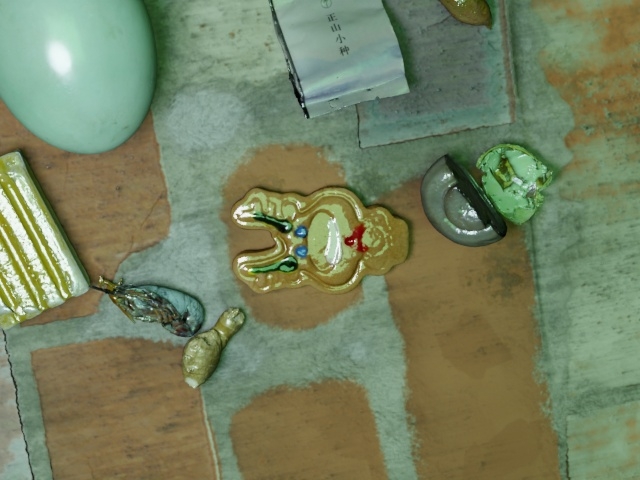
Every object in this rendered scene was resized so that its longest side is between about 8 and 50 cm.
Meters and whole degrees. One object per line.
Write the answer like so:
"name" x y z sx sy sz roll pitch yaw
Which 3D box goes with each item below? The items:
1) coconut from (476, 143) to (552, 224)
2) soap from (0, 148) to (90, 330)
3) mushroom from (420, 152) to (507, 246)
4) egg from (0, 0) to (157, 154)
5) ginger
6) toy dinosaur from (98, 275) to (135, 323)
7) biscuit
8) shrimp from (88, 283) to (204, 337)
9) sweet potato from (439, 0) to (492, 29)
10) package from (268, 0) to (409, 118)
"coconut" 0.365 -0.111 1.938 0.133 0.055 0.158 -18 102 -8
"soap" -0.538 -0.002 1.790 0.173 0.089 0.274 -26 101 -4
"mushroom" 0.253 -0.059 1.892 0.188 0.141 0.117 48 123 -5
"egg" -0.411 -0.329 1.668 0.276 0.276 0.388 -20 98 -6
"ginger" -0.204 0.188 1.873 0.067 0.096 0.165 26 82 30
"toy dinosaur" -0.360 0.101 1.868 0.041 0.026 0.113 -40 116 -7
"biscuit" 0.000 0.000 1.900 0.334 0.047 0.202 1 98 -10
"shrimp" -0.310 0.113 1.837 0.233 0.090 0.079 21 81 -31
"sweet potato" 0.233 -0.454 1.864 0.226 0.068 0.068 35 91 -12
"package" 0.029 -0.358 1.853 0.204 0.062 0.250 -16 87 -6
